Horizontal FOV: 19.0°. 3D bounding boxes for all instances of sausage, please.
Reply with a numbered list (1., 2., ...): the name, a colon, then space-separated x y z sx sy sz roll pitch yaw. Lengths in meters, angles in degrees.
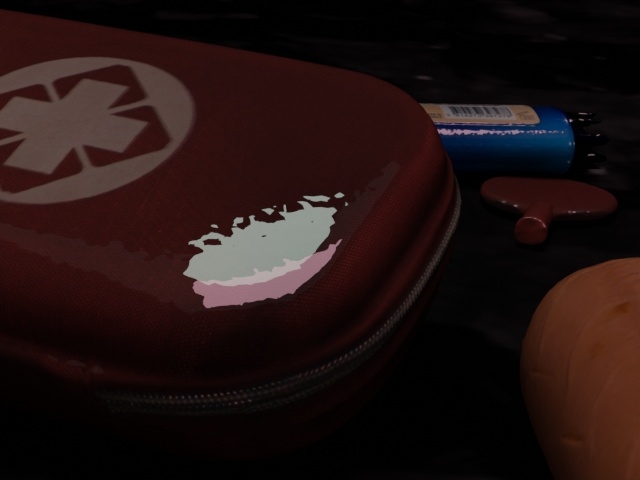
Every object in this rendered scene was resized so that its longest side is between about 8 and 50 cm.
1. sausage: 0.161 0.090 0.842 0.121 0.121 0.304 3 17 -4

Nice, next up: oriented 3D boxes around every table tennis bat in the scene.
1. table tennis bat: 0.156 -0.025 1.337 0.098 0.019 0.154 9 17 11

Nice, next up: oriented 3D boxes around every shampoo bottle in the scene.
1. shampoo bottle: 0.122 -0.076 1.426 0.183 0.050 0.087 0 15 -10

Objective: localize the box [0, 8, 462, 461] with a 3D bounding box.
1. box: -0.130 -0.017 1.020 0.404 0.108 0.263 12 42 21
